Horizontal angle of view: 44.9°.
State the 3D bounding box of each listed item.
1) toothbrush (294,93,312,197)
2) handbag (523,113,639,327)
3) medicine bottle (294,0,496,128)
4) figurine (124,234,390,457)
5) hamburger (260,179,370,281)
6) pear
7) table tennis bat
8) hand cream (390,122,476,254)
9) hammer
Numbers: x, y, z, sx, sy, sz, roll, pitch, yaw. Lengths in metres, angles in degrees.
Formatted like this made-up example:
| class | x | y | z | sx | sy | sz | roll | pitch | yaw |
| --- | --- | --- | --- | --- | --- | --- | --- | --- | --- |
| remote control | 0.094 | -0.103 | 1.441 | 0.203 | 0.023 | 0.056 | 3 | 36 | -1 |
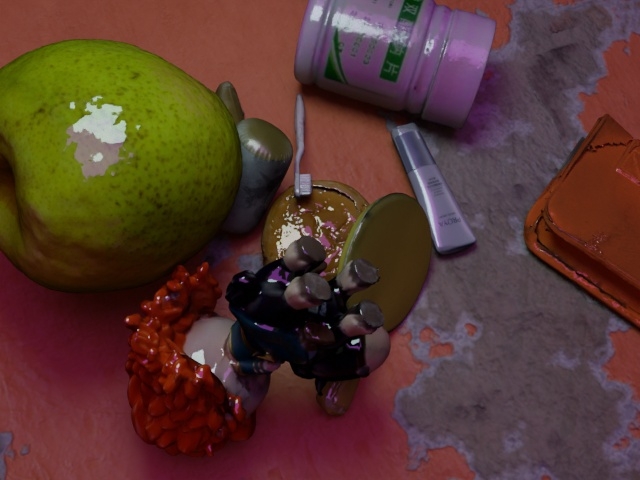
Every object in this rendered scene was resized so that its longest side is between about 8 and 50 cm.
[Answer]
| class | x | y | z | sx | sy | sz | roll | pitch | yaw |
| --- | --- | --- | --- | --- | --- | --- | --- | --- | --- |
| toothbrush | -0.031 | -0.173 | 1.350 | 0.029 | 0.025 | 0.307 | -2 | 42 | 0 |
| handbag | 0.590 | -0.006 | 1.358 | 0.410 | 0.116 | 0.303 | 36 | 64 | 9 |
| medicine bottle | 0.132 | -0.345 | 1.404 | 0.325 | 0.212 | 0.212 | 18 | 66 | 3 |
| figurine | -0.094 | 0.148 | 1.078 | 0.411 | 0.306 | 0.241 | -22 | 64 | 11 |
| hamburger | -0.002 | -0.001 | 1.299 | 0.213 | 0.108 | 0.214 | 2 | 71 | -5 |
| pear | -0.290 | -0.106 | 1.106 | 0.391 | 0.391 | 0.391 | 2 | 66 | -5 |
| table tennis bat | 0.082 | 0.101 | 1.235 | 0.054 | 0.224 | 0.369 | 15 | 81 | 41 |
| hand cream | 0.195 | -0.093 | 1.387 | 0.079 | 0.048 | 0.255 | -18 | 70 | -15 |
| hammer | -0.145 | -0.172 | 1.343 | 0.113 | 0.202 | 0.305 | 12 | 39 | -29 |
